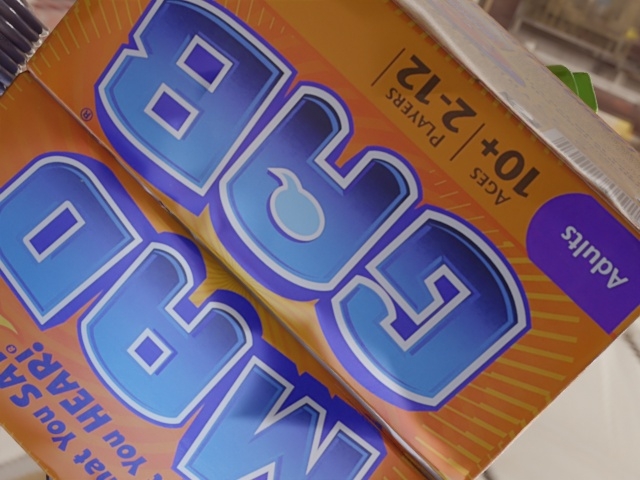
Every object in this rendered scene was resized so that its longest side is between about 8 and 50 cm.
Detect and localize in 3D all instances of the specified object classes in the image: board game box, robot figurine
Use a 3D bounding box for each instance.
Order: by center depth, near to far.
[{"bbox_3d":[0.000,0.000,0.966,0.356,0.356,0.356,44,-163,7],"label":"board game box"},{"bbox_3d":[0.176,-0.116,1.203,0.115,0.067,0.101,-5,163,-12],"label":"robot figurine"}]

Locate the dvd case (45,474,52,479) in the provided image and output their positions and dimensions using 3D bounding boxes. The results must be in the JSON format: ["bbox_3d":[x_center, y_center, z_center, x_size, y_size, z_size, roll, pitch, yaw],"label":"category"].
[{"bbox_3d":[-0.180,0.155,1.295,0.022,0.180,0.253,11,156,-41],"label":"dvd case"}]

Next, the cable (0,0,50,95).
[{"bbox_3d":[-0.298,-0.195,0.944,0.257,0.089,0.257,42,174,-14],"label":"cable"}]
